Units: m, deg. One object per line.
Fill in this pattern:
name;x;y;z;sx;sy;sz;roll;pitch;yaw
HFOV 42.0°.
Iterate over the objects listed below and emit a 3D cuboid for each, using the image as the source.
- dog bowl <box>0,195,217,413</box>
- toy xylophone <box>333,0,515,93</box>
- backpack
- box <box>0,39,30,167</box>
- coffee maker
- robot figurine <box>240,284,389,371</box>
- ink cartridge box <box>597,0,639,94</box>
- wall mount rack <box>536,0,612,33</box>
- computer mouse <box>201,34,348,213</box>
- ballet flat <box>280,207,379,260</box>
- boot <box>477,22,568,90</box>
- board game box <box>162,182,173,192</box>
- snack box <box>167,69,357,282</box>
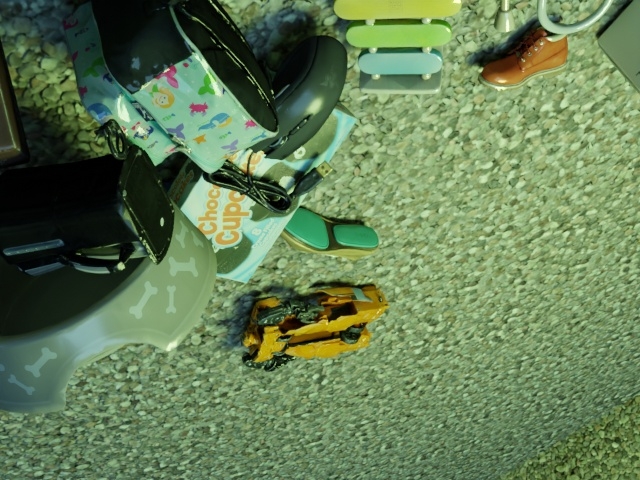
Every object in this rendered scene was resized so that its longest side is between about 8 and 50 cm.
dog bowl;-0.312;0.050;1.057;0.349;0.348;0.102;-22;127;-1
toy xylophone;0.125;-0.318;1.043;0.236;0.081;0.322;-3;147;16
backpack;-0.166;-0.200;0.980;0.191;0.225;0.253;-33;146;17
box;-0.415;-0.152;0.879;0.169;0.167;0.203;-13;-175;-15
coffee maker;-0.275;-0.046;0.932;0.178;0.120;0.171;-7;112;14
robot figurine;-0.022;0.167;1.627;0.291;0.085;0.211;-4;139;-25
ink cartridge box;0.686;-0.324;1.329;0.395;0.166;0.285;10;131;-38
wall mount rack;0.370;-0.446;1.054;0.304;0.130;0.350;-13;142;-8
computer mouse;-0.024;-0.142;1.154;0.262;0.060;0.184;-48;135;11
ballet flat;0.000;0.000;1.443;0.232;0.080;0.073;13;145;-37
boot;0.312;-0.284;1.276;0.158;0.059;0.084;-22;141;-17
board game box;-0.311;-0.002;1.294;0.160;0.047;0.210;-2;139;-26
snack box;-0.109;-0.090;1.235;0.187;0.060;0.322;17;116;-41
